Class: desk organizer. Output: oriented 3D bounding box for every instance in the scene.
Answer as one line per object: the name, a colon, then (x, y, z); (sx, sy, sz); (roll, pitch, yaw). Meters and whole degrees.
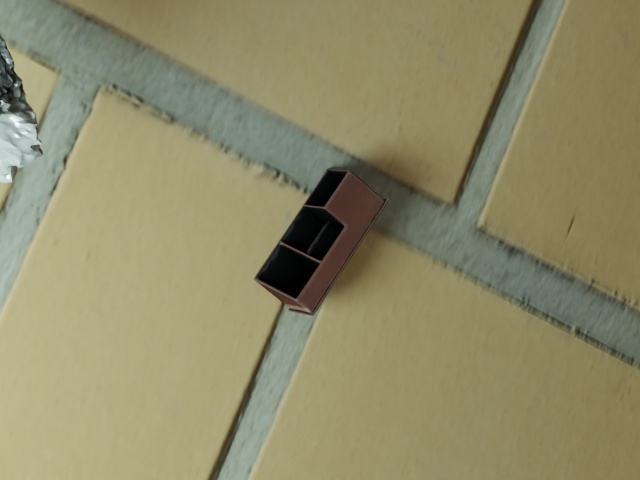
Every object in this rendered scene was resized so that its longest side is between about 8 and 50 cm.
desk organizer: (0.000, 0.000, 1.586); (0.050, 0.047, 0.130); (40, 75, -25)

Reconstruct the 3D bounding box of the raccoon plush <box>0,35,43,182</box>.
raccoon plush: (-0.404, -0.209, 1.195); (0.299, 0.216, 0.446); (-25, 87, -21)
